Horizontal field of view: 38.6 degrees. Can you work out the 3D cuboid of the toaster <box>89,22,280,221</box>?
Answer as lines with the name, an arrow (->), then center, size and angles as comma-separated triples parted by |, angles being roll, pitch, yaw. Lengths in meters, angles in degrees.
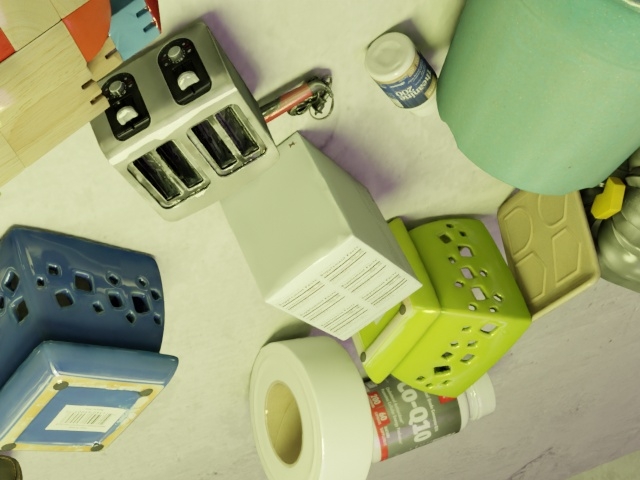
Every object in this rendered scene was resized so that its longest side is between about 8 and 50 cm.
toaster -> -0.154, -0.126, 1.045 | 0.168, 0.110, 0.185 | -28, 142, 4

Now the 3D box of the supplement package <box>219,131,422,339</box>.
supplement package -> 0.000, 0.000, 1.254 | 0.149, 0.194, 0.203 | -37, 145, 15

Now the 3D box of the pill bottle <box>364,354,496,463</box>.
pill bottle -> 0.206, 0.339, 1.887 | 0.283, 0.161, 0.161 | -17, 146, -14

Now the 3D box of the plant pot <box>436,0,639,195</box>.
plant pot -> 0.303, -0.243, 1.034 | 0.341, 0.341, 0.334 | -11, 151, -22

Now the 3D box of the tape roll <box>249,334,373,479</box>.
tape roll -> -0.022, 0.311, 1.582 | 0.100, 0.286, 0.286 | -5, 141, -29

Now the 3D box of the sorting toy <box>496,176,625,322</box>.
sorting toy -> 0.374, -0.018, 1.392 | 0.041, 0.229, 0.307 | 5, 154, -20

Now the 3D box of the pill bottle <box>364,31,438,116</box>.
pill bottle -> 0.110, -0.206, 1.163 | 0.067, 0.067, 0.120 | -35, 146, 13

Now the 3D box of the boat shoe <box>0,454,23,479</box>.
boat shoe -> -0.646, 0.401, 1.423 | 0.356, 0.132, 0.130 | -9, 143, -26

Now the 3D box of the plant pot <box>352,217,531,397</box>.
plant pot -> 0.167, 0.103, 1.492 | 0.207, 0.228, 0.227 | 8, 134, -31

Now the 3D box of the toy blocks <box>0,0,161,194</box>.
toy blocks -> -0.273, -0.228, 0.763 | 0.261, 0.191, 0.381 | -42, 138, -18

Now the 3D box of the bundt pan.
bundt pan -> 0.472, -0.084, 1.375 | 0.124, 0.330, 0.330 | 11, 136, -11

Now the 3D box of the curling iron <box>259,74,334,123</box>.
curling iron -> -0.100, -0.129, 1.155 | 0.274, 0.035, 0.068 | -28, 147, 3

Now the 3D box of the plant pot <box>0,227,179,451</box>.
plant pot -> -0.340, 0.149, 1.213 | 0.236, 0.212, 0.236 | 15, 128, -45
